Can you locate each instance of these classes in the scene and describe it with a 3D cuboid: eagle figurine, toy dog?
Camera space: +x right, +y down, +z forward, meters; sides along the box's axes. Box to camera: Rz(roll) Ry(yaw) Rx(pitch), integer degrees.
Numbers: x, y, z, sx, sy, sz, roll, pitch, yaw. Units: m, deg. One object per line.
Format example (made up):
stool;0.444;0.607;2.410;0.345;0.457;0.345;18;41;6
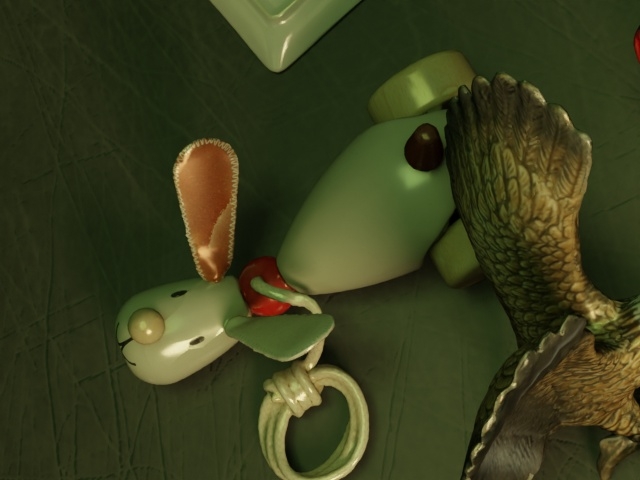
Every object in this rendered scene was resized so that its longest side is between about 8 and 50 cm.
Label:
eagle figurine;0.155;0.058;1.049;0.225;0.298;0.226;-58;40;4
toy dog;0.000;0.000;1.182;0.220;0.161;0.333;41;93;19

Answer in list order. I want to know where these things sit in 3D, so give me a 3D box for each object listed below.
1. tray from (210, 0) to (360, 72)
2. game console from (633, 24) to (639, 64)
tray;0.019;-0.268;1.294;0.270;0.030;0.145;-42;73;5
game console;0.452;-0.099;1.101;0.386;0.060;0.342;-33;82;7
